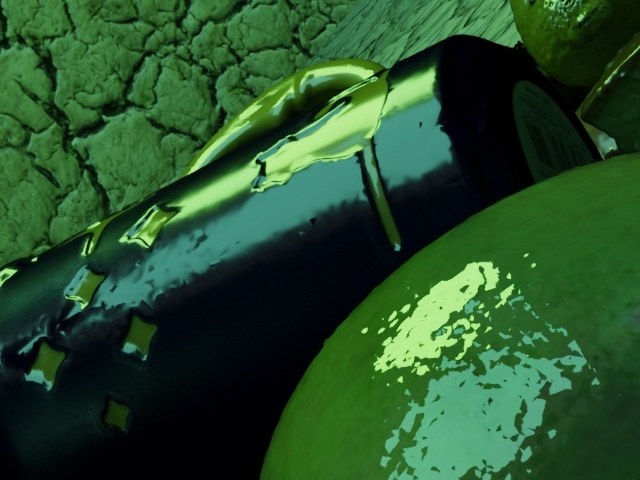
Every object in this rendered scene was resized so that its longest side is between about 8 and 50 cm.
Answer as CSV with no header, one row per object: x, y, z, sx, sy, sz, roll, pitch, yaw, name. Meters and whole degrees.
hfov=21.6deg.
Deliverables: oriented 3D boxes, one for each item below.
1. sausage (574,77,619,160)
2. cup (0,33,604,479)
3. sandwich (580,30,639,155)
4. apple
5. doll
0.082,0.022,0.836,0.326,0.079,0.087,-43,-27,16,sausage
-0.010,-0.001,0.745,0.256,0.255,0.178,-28,-27,23,cup
0.230,-0.122,0.738,0.258,0.094,0.096,-49,8,-17,sandwich
0.086,0.063,0.517,0.265,0.120,0.193,-37,25,0,apple
0.145,-0.125,1.120,0.137,0.097,0.209,-50,4,-40,doll
